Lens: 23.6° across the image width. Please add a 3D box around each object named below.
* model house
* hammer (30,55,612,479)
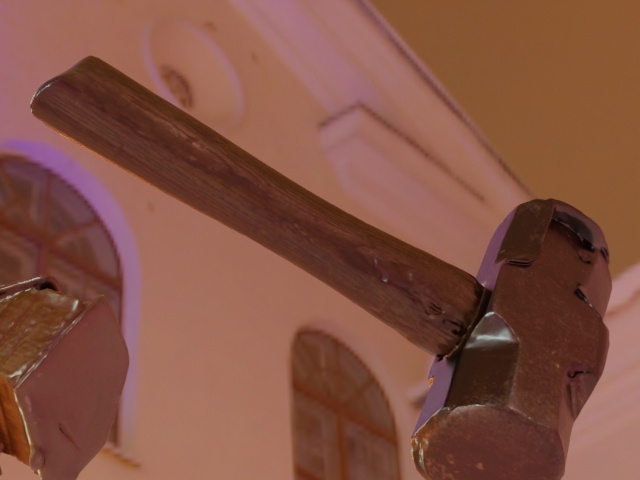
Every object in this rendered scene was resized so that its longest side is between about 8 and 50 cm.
[{"bbox_3d":[-0.384,0.175,1.995,0.229,0.219,0.199,19,-46,39],"label":"model house"},{"bbox_3d":[0.000,0.000,1.006,0.409,0.242,0.095,29,-52,-3],"label":"hammer"}]
